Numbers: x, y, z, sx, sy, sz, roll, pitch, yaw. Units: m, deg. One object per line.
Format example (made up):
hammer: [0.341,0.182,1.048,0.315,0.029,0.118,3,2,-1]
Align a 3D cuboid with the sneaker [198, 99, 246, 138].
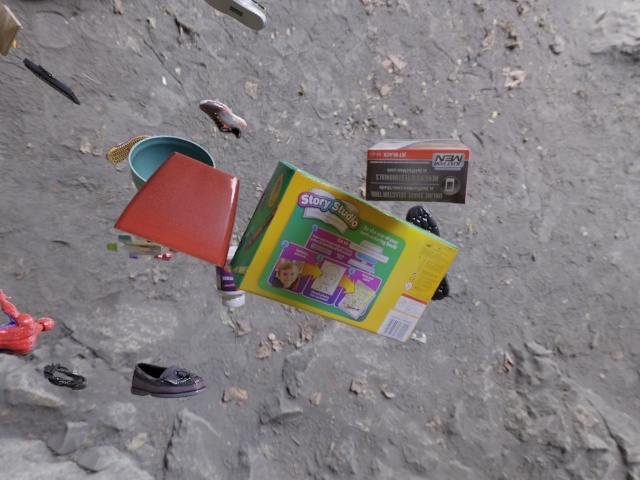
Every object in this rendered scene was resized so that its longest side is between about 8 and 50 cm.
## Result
sneaker: [-0.295,-0.362,1.229,0.158,0.061,0.064,25,64,-33]

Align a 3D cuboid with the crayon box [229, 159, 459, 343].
crayon box: [0.037,0.023,0.572,0.279,0.081,0.165,23,100,-24]

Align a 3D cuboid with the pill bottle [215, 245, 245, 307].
pill bottle: [-0.302,0.125,1.396,0.108,0.108,0.193,-3,106,-13]

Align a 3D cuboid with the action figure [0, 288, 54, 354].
action figure: [-0.642,0.173,0.729,0.139,0.280,0.091,23,106,25]

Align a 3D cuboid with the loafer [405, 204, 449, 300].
loafer: [0.237,0.027,0.925,0.076,0.078,0.223,-16,101,6]

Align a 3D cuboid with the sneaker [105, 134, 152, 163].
sneaker: [-0.732,-0.358,1.563,0.186,0.084,0.069,-31,127,-23]

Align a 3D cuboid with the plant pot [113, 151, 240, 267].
plant pot: [-0.348,-0.081,1.107,0.268,0.267,0.235,21,82,-10]

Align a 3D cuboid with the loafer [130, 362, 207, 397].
loafer: [-0.475,0.422,1.246,0.303,0.109,0.095,-11,82,30]

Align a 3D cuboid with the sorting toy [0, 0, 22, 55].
sorting toy: [-1.059,-0.707,1.368,0.275,0.046,0.132,-40,86,24]

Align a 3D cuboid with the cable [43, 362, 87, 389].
cable: [-0.983,0.515,1.563,0.151,0.184,0.047,33,76,14]

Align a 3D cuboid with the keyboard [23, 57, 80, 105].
keyboard: [-0.850,-0.503,1.286,0.180,0.108,0.023,34,72,0]

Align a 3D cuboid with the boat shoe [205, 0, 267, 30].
boat shoe: [-0.162,-0.438,0.742,0.142,0.049,0.040,25,60,-28]

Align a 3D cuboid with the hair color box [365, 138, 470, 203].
hair color box: [0.105,-0.082,0.444,0.093,0.167,0.053,3,109,13]

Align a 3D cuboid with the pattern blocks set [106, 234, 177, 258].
pattern blocks set: [-0.754,0.032,1.745,0.286,0.325,0.026,5,72,-27]

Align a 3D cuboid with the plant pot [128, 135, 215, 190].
plant pot: [-0.558,-0.222,1.531,0.293,0.292,0.196,11,137,-15]
